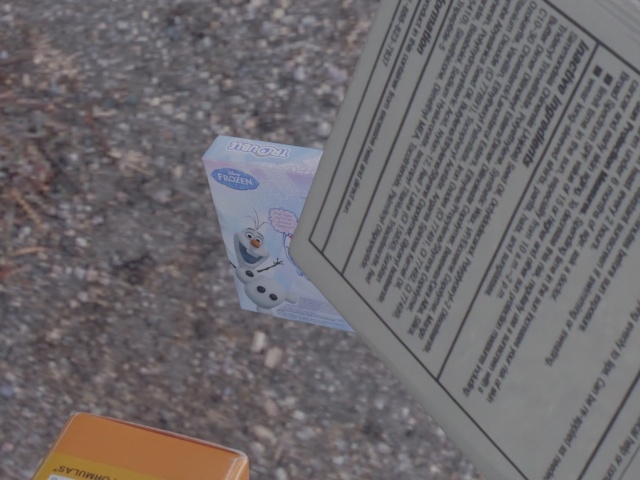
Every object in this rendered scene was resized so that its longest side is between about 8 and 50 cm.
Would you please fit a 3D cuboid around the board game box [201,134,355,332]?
[{"bbox_3d":[0.000,0.000,0.601,0.090,0.090,0.020,78,32,-41],"label":"board game box"}]

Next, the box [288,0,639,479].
[{"bbox_3d":[0.119,0.009,0.403,0.127,0.232,0.148,-8,132,-39],"label":"box"}]

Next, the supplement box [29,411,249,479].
[{"bbox_3d":[-0.095,0.165,0.457,0.233,0.080,0.078,-61,159,-48],"label":"supplement box"}]
